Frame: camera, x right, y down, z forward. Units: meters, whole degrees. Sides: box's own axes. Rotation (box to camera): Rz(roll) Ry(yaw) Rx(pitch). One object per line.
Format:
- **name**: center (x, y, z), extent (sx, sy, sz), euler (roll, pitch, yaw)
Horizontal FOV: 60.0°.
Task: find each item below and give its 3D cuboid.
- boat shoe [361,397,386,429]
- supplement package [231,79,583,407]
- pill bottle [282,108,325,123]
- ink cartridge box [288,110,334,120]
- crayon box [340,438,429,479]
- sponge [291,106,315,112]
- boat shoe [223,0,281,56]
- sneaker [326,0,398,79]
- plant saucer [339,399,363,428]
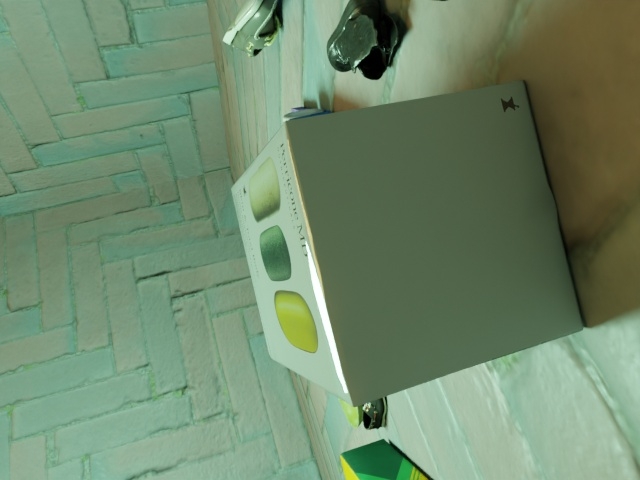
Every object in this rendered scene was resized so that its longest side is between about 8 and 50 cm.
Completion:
- **boat shoe**: center (0.103, 0.324, 1.081), extent (0.049, 0.041, 0.133), euler (-114, 17, -49)
- **supplement package**: center (0.049, 0.004, 0.510), extent (0.262, 0.197, 0.200), euler (165, 92, -72)
- **pill bottle**: center (-0.020, -0.163, 1.005), extent (0.078, 0.078, 0.137), euler (-129, 28, -65)
- **ink cartridge box**: center (0.022, -0.113, 0.863), extent (0.231, 0.077, 0.134), euler (-129, 27, -63)
- **crayon box**: center (0.157, 0.569, 0.944), extent (0.313, 0.105, 0.363), euler (161, 95, -77)
- **sponge**: center (-0.017, -0.160, 1.112), extent (0.117, 0.031, 0.210), euler (-135, 33, -70)
- **boat shoe**: center (-0.131, -0.458, 1.167), extent (0.109, 0.091, 0.305), euler (-61, 19, -2)
- **sneaker**: center (0.049, -0.227, 0.669), extent (0.170, 0.051, 0.089), euler (126, 134, -71)
- **plant saucer**: center (0.060, 0.303, 1.267), extent (0.241, 0.037, 0.241), euler (166, 90, -78)
